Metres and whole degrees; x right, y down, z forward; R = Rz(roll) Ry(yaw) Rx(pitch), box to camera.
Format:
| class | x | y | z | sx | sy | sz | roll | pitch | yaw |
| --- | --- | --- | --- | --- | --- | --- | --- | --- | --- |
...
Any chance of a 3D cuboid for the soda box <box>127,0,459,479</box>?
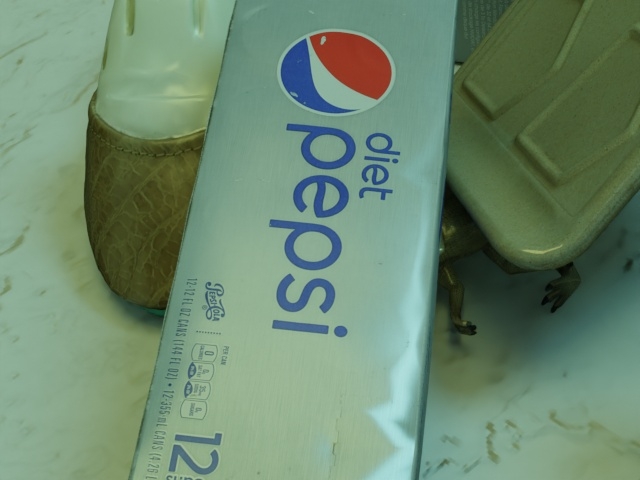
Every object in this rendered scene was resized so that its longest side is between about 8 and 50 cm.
| class | x | y | z | sx | sy | sz | roll | pitch | yaw |
| --- | --- | --- | --- | --- | --- | --- | --- | --- | --- |
| soda box | 0.000 | 0.000 | 0.571 | 0.098 | 0.091 | 0.286 | 5 | 54 | 4 |

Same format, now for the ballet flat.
| class | x | y | z | sx | sy | sz | roll | pitch | yaw |
| --- | --- | --- | --- | --- | --- | --- | --- | --- | --- |
| ballet flat | -0.058 | -0.113 | 0.753 | 0.116 | 0.124 | 0.342 | 2 | 40 | 12 |

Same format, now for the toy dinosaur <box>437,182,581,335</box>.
| class | x | y | z | sx | sy | sz | roll | pitch | yaw |
| --- | --- | --- | --- | --- | --- | --- | --- | --- | --- |
| toy dinosaur | 0.079 | -0.009 | 0.658 | 0.183 | 0.053 | 0.092 | -24 | 40 | -18 |

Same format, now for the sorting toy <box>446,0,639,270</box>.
| class | x | y | z | sx | sy | sz | roll | pitch | yaw |
| --- | --- | --- | --- | --- | --- | --- | --- | --- | --- |
| sorting toy | 0.153 | -0.083 | 0.593 | 0.229 | 0.041 | 0.307 | -47 | 23 | 10 |

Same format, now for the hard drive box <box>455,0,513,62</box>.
| class | x | y | z | sx | sy | sz | roll | pitch | yaw |
| --- | --- | --- | --- | --- | --- | --- | --- | --- | --- |
| hard drive box | 0.207 | -0.171 | 0.804 | 0.232 | 0.089 | 0.181 | 10 | 43 | 21 |
